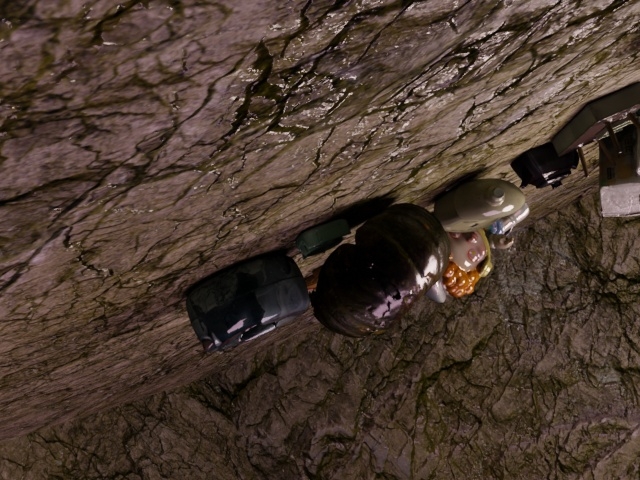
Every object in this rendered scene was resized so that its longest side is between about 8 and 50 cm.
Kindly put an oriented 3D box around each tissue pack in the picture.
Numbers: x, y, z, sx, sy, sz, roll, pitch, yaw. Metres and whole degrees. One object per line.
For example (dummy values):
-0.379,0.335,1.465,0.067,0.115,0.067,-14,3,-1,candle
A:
0.697,-0.182,1.944,0.159,0.145,0.229,-5,-140,22,tissue pack

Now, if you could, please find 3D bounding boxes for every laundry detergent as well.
0.361,-0.081,1.963,0.181,0.091,0.253,-3,171,-9,laundry detergent

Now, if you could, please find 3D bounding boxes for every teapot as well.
0.511,-0.162,1.962,0.177,0.096,0.087,-21,170,-21,teapot

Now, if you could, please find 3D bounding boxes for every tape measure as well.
-0.149,0.136,1.855,0.256,0.147,0.275,-24,172,1,tape measure

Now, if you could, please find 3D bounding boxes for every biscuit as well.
0.043,0.095,2.431,0.196,0.049,0.301,-26,170,0,biscuit

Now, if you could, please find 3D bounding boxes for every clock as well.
0.000,0.000,1.772,0.101,0.041,0.135,-20,170,-19,clock

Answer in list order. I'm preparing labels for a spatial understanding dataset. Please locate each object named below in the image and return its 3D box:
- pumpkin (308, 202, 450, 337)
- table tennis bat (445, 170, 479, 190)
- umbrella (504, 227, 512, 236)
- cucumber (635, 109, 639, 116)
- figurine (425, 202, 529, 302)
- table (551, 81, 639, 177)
0.128,0.058,1.789,0.320,0.192,0.320,-45,175,-5,pumpkin
0.309,-0.131,1.911,0.083,0.007,0.050,-30,170,26,table tennis bat
0.438,-0.024,2.549,0.118,0.118,0.340,-17,169,-37,umbrella
0.675,-0.285,1.873,0.032,0.032,0.133,-29,169,29,cucumber
0.384,0.015,2.265,0.381,0.225,0.205,-20,174,-22,figurine
0.584,-0.215,1.793,0.121,0.111,0.240,-24,171,-6,table
